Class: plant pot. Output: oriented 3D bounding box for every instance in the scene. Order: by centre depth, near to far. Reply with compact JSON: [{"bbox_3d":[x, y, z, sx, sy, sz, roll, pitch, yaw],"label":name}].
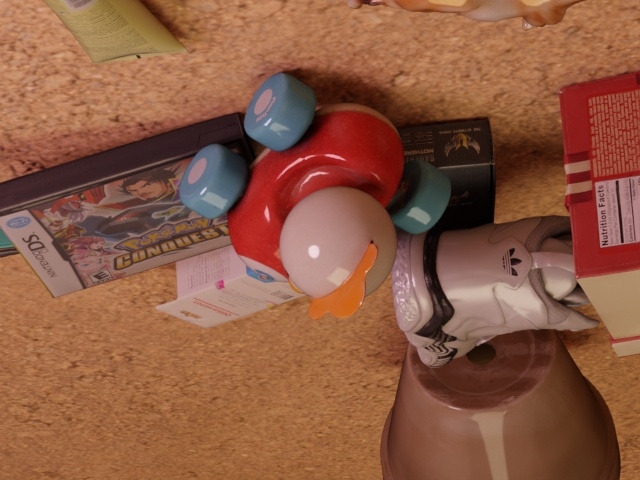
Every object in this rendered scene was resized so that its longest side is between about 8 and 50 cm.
[{"bbox_3d":[0.222,0.220,2.472,0.323,0.323,0.280,-7,140,7],"label":"plant pot"}]

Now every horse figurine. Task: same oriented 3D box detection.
[{"bbox_3d":[0.130,-0.219,1.619,0.263,0.066,0.174,7,179,-20],"label":"horse figurine"}]

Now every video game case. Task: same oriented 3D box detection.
[{"bbox_3d":[-0.194,-0.032,2.033,0.275,0.035,0.248,-17,156,2],"label":"video game case"}]

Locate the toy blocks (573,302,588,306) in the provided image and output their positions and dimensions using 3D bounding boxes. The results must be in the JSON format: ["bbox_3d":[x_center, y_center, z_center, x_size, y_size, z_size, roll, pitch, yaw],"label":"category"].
[{"bbox_3d":[0.287,0.050,2.338,0.148,0.054,0.123,10,154,-29],"label":"toy blocks"}]

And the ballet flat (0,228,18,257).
[{"bbox_3d":[-0.410,-0.003,2.090,0.203,0.074,0.074,-4,158,-15],"label":"ballet flat"}]

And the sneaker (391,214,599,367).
[{"bbox_3d":[0.203,0.060,2.099,0.210,0.137,0.366,-4,169,11],"label":"sneaker"}]

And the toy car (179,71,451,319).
[{"bbox_3d":[0.000,0.000,1.846,0.219,0.238,0.210,32,120,-26],"label":"toy car"}]

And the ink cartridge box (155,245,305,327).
[{"bbox_3d":[-0.099,0.043,2.249,0.181,0.061,0.104,-20,152,32],"label":"ink cartridge box"}]

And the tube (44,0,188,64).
[{"bbox_3d":[-0.198,-0.206,1.670,0.070,0.062,0.240,36,175,22],"label":"tube"}]

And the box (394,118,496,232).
[{"bbox_3d":[0.071,-0.058,2.044,0.233,0.059,0.183,-6,156,1],"label":"box"}]

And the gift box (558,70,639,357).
[{"bbox_3d":[0.404,-0.022,1.939,0.276,0.255,0.258,-5,156,19],"label":"gift box"}]
